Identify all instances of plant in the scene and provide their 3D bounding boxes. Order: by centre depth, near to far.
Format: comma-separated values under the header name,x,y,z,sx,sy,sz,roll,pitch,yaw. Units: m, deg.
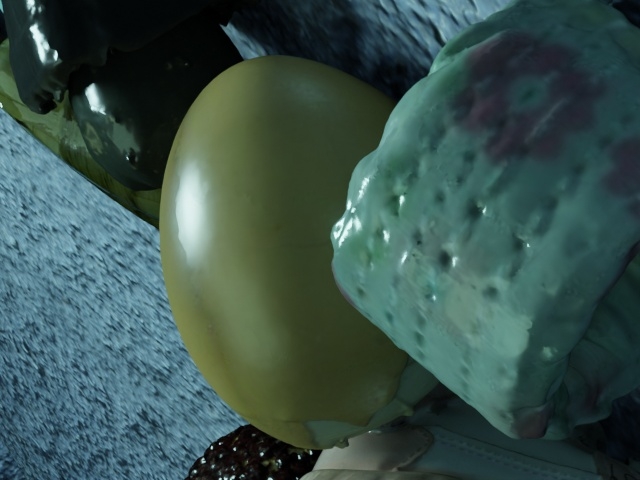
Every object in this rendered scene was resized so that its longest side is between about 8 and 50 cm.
name,x,y,z,sx,sy,sz,roll,pitch,yaw
plant,-0.133,-0.157,1.258,0.256,0.164,0.142,62,159,-6

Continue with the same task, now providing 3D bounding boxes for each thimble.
name,x,y,z,sx,sy,sz,roll,pitch,yaw
thimble,0.114,-0.016,0.928,0.149,0.185,0.211,41,124,24

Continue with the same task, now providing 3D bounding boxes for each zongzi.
name,x,y,z,sx,sy,sz,roll,pitch,yaw
zongzi,-0.145,-0.072,1.460,0.221,0.112,0.242,28,161,6

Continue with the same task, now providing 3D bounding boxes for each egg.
name,x,y,z,sx,sy,sz,roll,pitch,yaw
egg,-0.004,0.002,1.181,0.201,0.201,0.244,9,126,63

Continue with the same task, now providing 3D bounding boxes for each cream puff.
name,x,y,z,sx,sy,sz,roll,pitch,yaw
cream puff,-0.017,0.273,1.761,0.239,0.165,0.239,44,160,21

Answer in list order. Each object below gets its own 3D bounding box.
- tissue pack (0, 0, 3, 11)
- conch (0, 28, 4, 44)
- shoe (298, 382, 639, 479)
name,x,y,z,sx,sy,sz,roll,pitch,yaw
tissue pack,-0.249,-0.296,1.378,0.263,0.089,0.177,60,159,-17
conch,-0.457,-0.221,1.838,0.352,0.210,0.297,6,117,62
shoe,0.145,0.177,1.217,0.351,0.198,0.172,13,135,6
